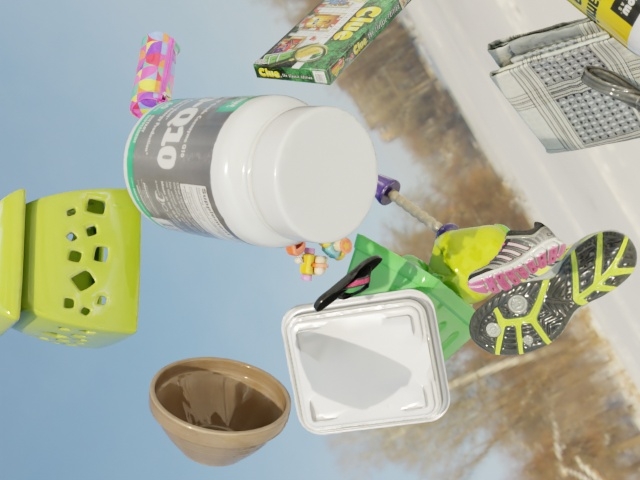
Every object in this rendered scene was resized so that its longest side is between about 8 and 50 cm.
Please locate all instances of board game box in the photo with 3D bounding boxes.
[{"bbox_3d":[0.024,-0.320,1.394,0.260,0.136,0.030,-51,-40,-36],"label":"board game box"}]

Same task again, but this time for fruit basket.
[{"bbox_3d":[0.267,0.083,2.124,0.283,0.392,0.392,31,172,37],"label":"fruit basket"}]

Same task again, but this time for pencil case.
[{"bbox_3d":[-0.389,-0.387,2.174,0.104,0.104,0.237,47,-146,-49],"label":"pencil case"}]

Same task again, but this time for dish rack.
[{"bbox_3d":[0.086,0.260,1.898,0.072,0.332,0.286,-23,-77,-77],"label":"dish rack"}]

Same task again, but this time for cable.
[{"bbox_3d":[0.565,-0.236,1.539,0.287,0.139,0.072,-120,27,-42],"label":"cable"}]

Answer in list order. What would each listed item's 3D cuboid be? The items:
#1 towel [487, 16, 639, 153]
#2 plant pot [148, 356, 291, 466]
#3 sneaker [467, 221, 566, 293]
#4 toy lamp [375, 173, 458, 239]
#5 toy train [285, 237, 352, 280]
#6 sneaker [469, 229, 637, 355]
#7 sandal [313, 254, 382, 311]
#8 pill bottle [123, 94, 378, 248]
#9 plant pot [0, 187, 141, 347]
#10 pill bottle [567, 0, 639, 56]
[{"bbox_3d":[0.512,-0.292,1.759,0.324,0.312,0.056,46,-128,-35],"label":"towel"},{"bbox_3d":[-0.174,0.299,1.533,0.237,0.237,0.110,-90,12,-69],"label":"plant pot"},{"bbox_3d":[0.314,0.025,1.507,0.063,0.170,0.075,47,-163,-51],"label":"sneaker"},{"bbox_3d":[0.231,-0.082,2.355,0.274,0.080,0.080,42,-179,30],"label":"toy lamp"},{"bbox_3d":[0.000,0.000,1.560,0.166,0.046,0.125,-30,-63,-44],"label":"toy train"},{"bbox_3d":[0.486,0.114,1.906,0.145,0.384,0.147,58,-162,4],"label":"sneaker"},{"bbox_3d":[0.060,0.090,1.771,0.040,0.179,0.067,42,147,18],"label":"sandal"},{"bbox_3d":[-0.102,-0.098,1.264,0.361,0.204,0.204,8,144,49],"label":"pill bottle"},{"bbox_3d":[-0.408,0.043,1.408,0.207,0.228,0.227,5,-105,-27],"label":"plant pot"},{"bbox_3d":[0.468,-0.390,1.336,0.334,0.188,0.188,47,-174,23],"label":"pill bottle"}]
